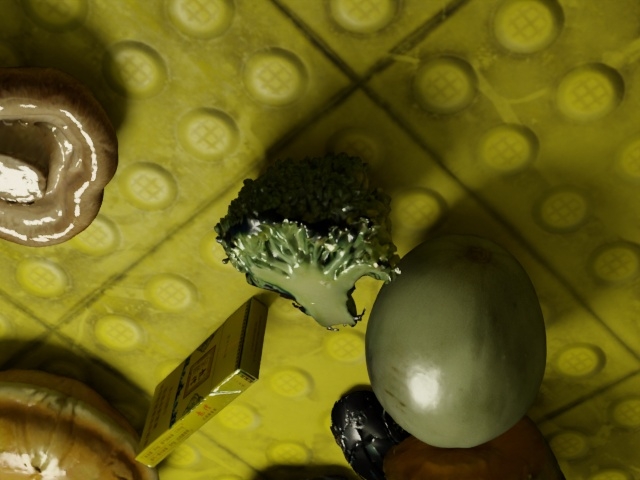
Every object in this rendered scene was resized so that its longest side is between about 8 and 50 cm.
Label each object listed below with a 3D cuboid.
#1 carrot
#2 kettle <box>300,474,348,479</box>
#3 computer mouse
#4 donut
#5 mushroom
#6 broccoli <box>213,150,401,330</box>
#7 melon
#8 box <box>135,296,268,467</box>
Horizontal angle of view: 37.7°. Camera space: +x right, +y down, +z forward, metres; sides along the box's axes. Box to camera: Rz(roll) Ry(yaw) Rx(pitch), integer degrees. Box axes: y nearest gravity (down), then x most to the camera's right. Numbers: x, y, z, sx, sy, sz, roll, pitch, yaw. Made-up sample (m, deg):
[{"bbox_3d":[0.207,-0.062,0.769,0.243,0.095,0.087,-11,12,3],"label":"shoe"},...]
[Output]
[{"bbox_3d":[0.261,0.389,1.486,0.242,0.241,0.340,-20,126,19],"label":"carrot"},{"bbox_3d":[-0.041,0.558,1.680,0.321,0.228,0.324,-21,123,-12],"label":"kettle"},{"bbox_3d":[0.096,0.345,1.568,0.147,0.077,0.241,-21,123,22],"label":"computer mouse"},{"bbox_3d":[-0.497,0.397,1.585,0.449,0.198,0.448,2,130,2],"label":"donut"},{"bbox_3d":[-0.389,-0.109,1.215,0.278,0.146,0.278,-4,130,-5],"label":"mushroom"},{"bbox_3d":[-0.002,-0.017,1.250,0.243,0.180,0.273,-4,147,24],"label":"broccoli"},{"bbox_3d":[0.184,0.141,1.290,0.272,0.272,0.307,-2,98,6],"label":"melon"},{"bbox_3d":[-0.183,0.222,1.446,0.041,0.153,0.279,34,123,-20],"label":"box"}]
